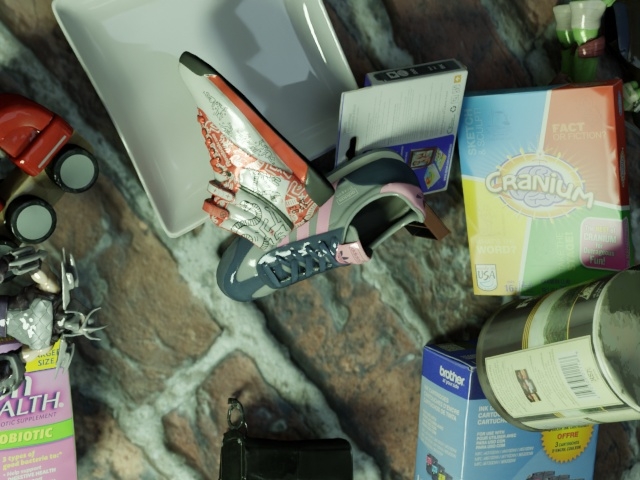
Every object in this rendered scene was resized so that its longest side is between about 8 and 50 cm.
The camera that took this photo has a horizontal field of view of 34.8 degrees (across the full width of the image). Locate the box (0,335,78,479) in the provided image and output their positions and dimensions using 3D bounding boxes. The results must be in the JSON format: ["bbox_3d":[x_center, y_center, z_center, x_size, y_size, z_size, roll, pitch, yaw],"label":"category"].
[{"bbox_3d":[-0.427,0.233,1.282,0.213,0.117,0.243,-7,102,-25],"label":"box"}]

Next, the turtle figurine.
[{"bbox_3d":[0.452,-0.239,1.584,0.198,0.275,0.266,-19,106,-58],"label":"turtle figurine"}]

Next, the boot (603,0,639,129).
[{"bbox_3d":[0.508,-0.293,1.675,0.106,0.082,0.219,4,94,-11],"label":"boot"}]

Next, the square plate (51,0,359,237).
[{"bbox_3d":[-0.135,-0.232,1.375,0.344,0.049,0.347,-31,111,-17],"label":"square plate"}]

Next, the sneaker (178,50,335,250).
[{"bbox_3d":[-0.121,-0.107,1.327,0.145,0.090,0.270,-44,104,6],"label":"sneaker"}]

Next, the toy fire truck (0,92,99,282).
[{"bbox_3d":[-0.430,-0.103,1.216,0.217,0.158,0.246,-51,127,-9],"label":"toy fire truck"}]

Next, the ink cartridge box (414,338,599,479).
[{"bbox_3d":[0.300,0.304,1.637,0.270,0.151,0.395,-1,99,-26],"label":"ink cartridge box"}]

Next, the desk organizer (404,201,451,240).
[{"bbox_3d":[0.140,-0.038,1.517,0.050,0.047,0.130,-40,139,6],"label":"desk organizer"}]

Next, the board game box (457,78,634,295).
[{"bbox_3d":[0.337,-0.074,1.537,0.064,0.242,0.316,-32,117,-58],"label":"board game box"}]

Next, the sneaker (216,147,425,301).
[{"bbox_3d":[0.000,0.000,1.401,0.319,0.131,0.112,-36,132,5],"label":"sneaker"}]

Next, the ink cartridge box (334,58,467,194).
[{"bbox_3d":[0.103,-0.148,1.468,0.208,0.045,0.206,-14,130,-26],"label":"ink cartridge box"}]

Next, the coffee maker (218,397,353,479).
[{"bbox_3d":[-0.046,0.325,1.485,0.178,0.120,0.171,5,97,-27],"label":"coffee maker"}]

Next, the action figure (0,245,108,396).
[{"bbox_3d":[-0.385,0.084,1.158,0.285,0.099,0.185,7,104,-8],"label":"action figure"}]

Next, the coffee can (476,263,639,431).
[{"bbox_3d":[0.377,0.158,1.424,0.201,0.275,0.201,7,74,-25],"label":"coffee can"}]
